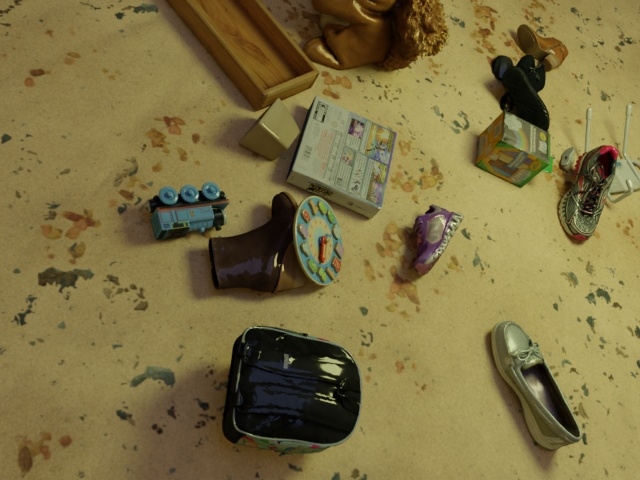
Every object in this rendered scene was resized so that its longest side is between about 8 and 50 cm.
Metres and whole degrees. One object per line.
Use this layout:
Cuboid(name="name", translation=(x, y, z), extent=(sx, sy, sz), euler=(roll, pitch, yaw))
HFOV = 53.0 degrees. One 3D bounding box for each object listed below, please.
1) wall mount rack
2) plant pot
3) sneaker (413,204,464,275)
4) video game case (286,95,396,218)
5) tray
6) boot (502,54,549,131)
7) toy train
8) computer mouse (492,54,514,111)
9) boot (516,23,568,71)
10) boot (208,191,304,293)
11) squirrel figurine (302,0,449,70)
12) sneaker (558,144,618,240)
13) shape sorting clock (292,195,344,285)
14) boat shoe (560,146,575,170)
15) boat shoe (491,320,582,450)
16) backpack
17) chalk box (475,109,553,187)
Cuboid(name="wall mount rack", translation=(0.965, -0.276, 2.072), extent=(0.350, 0.130, 0.304), euler=(-10, 67, -30))
Cuboid(name="plant pot", translation=(-0.117, -0.263, 1.580), extent=(0.096, 0.109, 0.109), euler=(41, 53, -14))
Cuboid(name="sneaker", translation=(0.275, -0.010, 1.629), extent=(0.104, 0.095, 0.236), euler=(34, 49, 4))
Cuboid(name="video game case", translation=(0.059, -0.217, 1.657), extent=(0.244, 0.061, 0.270), euler=(22, 56, -11))
Cuboid(name="tray", translation=(-0.209, -0.547, 1.712), extent=(0.202, 0.076, 0.411), euler=(-32, 80, -35))
Cuboid(name="boot", translation=(0.688, -0.471, 2.070), extent=(0.207, 0.094, 0.247), euler=(-36, 99, -48))
Cuboid(name="toy train", translation=(-0.286, -0.063, 1.403), extent=(0.184, 0.080, 0.105), euler=(-9, 76, -31))
Cuboid(name="computer mouse", translation=(0.607, -0.519, 2.097), extent=(0.071, 0.041, 0.242), euler=(13, 59, -19))
Cuboid(name="boot", translation=(0.784, -0.695, 2.263), extent=(0.152, 0.073, 0.197), euler=(-39, 95, -35))
Cuboid(name="boot", translation=(-0.143, -0.004, 1.423), extent=(0.206, 0.090, 0.249), euler=(3, 65, -26))
Cuboid(name="squirrel figurine", translation=(0.178, -0.658, 1.770), extent=(0.397, 0.370, 0.281), euler=(23, 55, -12))
Cuboid(name="sneaker", translation=(0.794, -0.146, 1.898), extent=(0.120, 0.112, 0.299), euler=(18, 77, -5))
Cuboid(name="shape sorting clock", translation=(0.000, 0.000, 1.461), extent=(0.206, 0.040, 0.206), euler=(20, 67, -60))
Cuboid(name="boat shoe", translation=(0.792, -0.258, 2.044), extent=(0.035, 0.035, 0.100), euler=(53, 46, -24))
Cuboid(name="boat shoe", translation=(0.515, 0.333, 1.532), extent=(0.118, 0.103, 0.320), euler=(-6, 66, -28))
Cuboid(name="backpack", translation=(-0.053, 0.296, 1.234), extent=(0.253, 0.191, 0.225), euler=(10, 61, -12))
Cuboid(name="chalk box", translation=(0.584, -0.257, 1.884), extent=(0.213, 0.132, 0.132), euler=(25, 54, -12))
